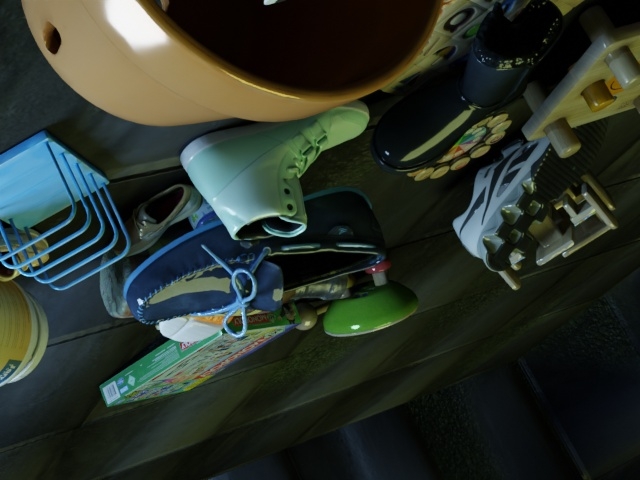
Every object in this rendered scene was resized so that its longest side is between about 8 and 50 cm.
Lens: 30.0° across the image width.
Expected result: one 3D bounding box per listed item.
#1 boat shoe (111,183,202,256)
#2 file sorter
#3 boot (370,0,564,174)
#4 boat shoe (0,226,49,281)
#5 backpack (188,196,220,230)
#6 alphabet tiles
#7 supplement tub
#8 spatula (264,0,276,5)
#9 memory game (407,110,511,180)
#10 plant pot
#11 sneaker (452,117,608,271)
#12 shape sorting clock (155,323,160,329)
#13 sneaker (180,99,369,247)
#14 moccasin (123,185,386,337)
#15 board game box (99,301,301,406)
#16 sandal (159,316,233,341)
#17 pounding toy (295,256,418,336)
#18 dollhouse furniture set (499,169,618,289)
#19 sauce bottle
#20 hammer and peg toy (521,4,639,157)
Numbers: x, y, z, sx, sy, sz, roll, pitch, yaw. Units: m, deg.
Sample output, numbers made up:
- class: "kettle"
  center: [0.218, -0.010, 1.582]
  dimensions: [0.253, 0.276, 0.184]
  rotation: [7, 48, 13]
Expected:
- class: "boat shoe"
  center: [-0.214, -0.030, 1.506]
  dimensions: [0.135, 0.050, 0.045]
  rotation: [-37, 155, 7]
- class: "file sorter"
  center: [-0.294, -0.025, 1.296]
  dimensions: [0.118, 0.104, 0.170]
  rotation: [-29, 162, 4]
- class: "boot"
  center: [0.176, -0.195, 1.486]
  dimensions: [0.246, 0.094, 0.207]
  rotation: [-31, 168, -12]
- class: "boat shoe"
  center: [-0.369, 0.019, 1.385]
  dimensions: [0.063, 0.059, 0.170]
  rotation: [-33, 162, 16]
- class: "backpack"
  center: [-0.114, -0.036, 1.568]
  dimensions: [0.114, 0.084, 0.105]
  rotation: [-20, 158, -9]
- class: "alphabet tiles"
  center: [0.216, -0.283, 1.477]
  dimensions: [0.342, 0.011, 0.285]
  rotation: [-36, 161, 26]
- class: "supplement tub"
  center: [-0.423, 0.101, 1.396]
  dimensions: [0.144, 0.144, 0.199]
  rotation: [-31, 162, 11]
- class: "spatula"
  center: [-0.044, -0.216, 1.268]
  dimensions: [0.168, 0.019, 0.242]
  rotation: [-5, 152, -49]
- class: "memory game"
  center: [0.217, -0.146, 1.869]
  dimensions: [0.186, 0.012, 0.186]
  rotation: [-25, 163, -8]
- class: "plant pot"
  center: [-0.083, -0.204, 0.851]
  dimensions: [0.291, 0.291, 0.203]
  rotation: [-14, 174, -38]
- class: "sneaker"
  center: [0.338, -0.119, 1.992]
  dimensions: [0.330, 0.146, 0.122]
  rotation: [-51, 134, 3]
- class: "shape sorting clock"
  center: [-0.162, 0.103, 1.890]
  dimensions: [0.206, 0.040, 0.206]
  rotation: [-24, -177, 1]
- class: "sneaker"
  center: [-0.028, -0.079, 1.462]
  dimensions: [0.256, 0.151, 0.094]
  rotation: [-21, 160, -25]
- class: "moccasin"
  center: [-0.073, 0.031, 1.495]
  dimensions: [0.342, 0.117, 0.138]
  rotation: [-23, 153, -14]
- class: "board game box"
  center: [-0.214, 0.202, 2.125]
  dimensions: [0.317, 0.046, 0.213]
  rotation: [-33, 162, 34]
- class: "sandal"
  center: [-0.141, 0.035, 1.749]
  dimensions: [0.265, 0.076, 0.102]
  rotation: [-50, 134, 8]
- class: "pounding toy"
  center: [0.062, 0.093, 2.222]
  dimensions: [0.237, 0.110, 0.183]
  rotation: [-3, -163, 46]
- class: "dollhouse furniture set"
  center: [0.431, -0.017, 2.123]
  dimensions: [0.212, 0.161, 0.242]
  rotation: [-35, -164, 25]
- class: "sauce bottle"
  center: [-0.124, 0.048, 1.642]
  dimensions: [0.344, 0.111, 0.111]
  rotation: [-2, 152, -30]
- class: "hammer and peg toy"
  center: [0.488, -0.256, 1.762]
  dimensions: [0.361, 0.127, 0.266]
  rotation: [-18, 161, -27]
